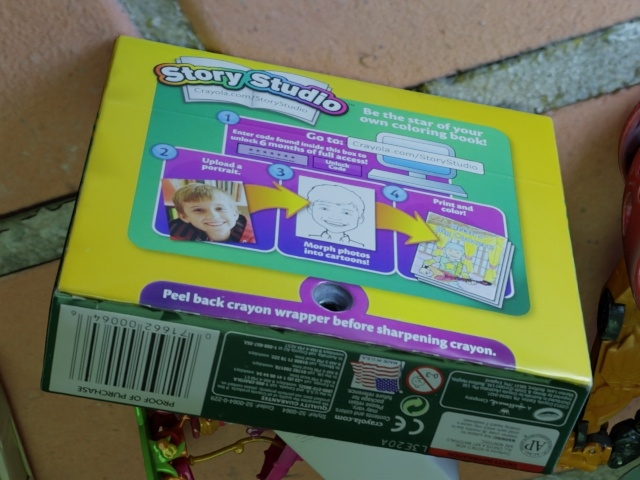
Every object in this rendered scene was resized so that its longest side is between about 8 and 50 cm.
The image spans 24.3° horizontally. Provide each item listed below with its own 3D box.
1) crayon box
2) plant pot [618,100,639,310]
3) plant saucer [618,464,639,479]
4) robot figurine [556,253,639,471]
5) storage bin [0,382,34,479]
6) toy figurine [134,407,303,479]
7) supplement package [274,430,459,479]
[{"bbox_3d":[0.000,0.000,1.109,0.363,0.313,0.106,11,128,-6],"label":"crayon box"},{"bbox_3d":[0.327,-0.031,1.161,0.191,0.174,0.191,1,131,2],"label":"plant pot"},{"bbox_3d":[0.390,0.292,1.541,0.195,0.037,0.195,1,133,1],"label":"plant saucer"},{"bbox_3d":[0.225,0.107,1.342,0.211,0.085,0.291,4,136,-1],"label":"robot figurine"},{"bbox_3d":[-0.431,0.242,1.473,0.260,0.123,0.262,-2,131,5],"label":"storage bin"},{"bbox_3d":[-0.093,0.180,1.434,0.159,0.130,0.173,-11,107,-5],"label":"toy figurine"},{"bbox_3d":[0.041,0.164,1.395,0.105,0.105,0.179,-26,125,23],"label":"supplement package"}]
